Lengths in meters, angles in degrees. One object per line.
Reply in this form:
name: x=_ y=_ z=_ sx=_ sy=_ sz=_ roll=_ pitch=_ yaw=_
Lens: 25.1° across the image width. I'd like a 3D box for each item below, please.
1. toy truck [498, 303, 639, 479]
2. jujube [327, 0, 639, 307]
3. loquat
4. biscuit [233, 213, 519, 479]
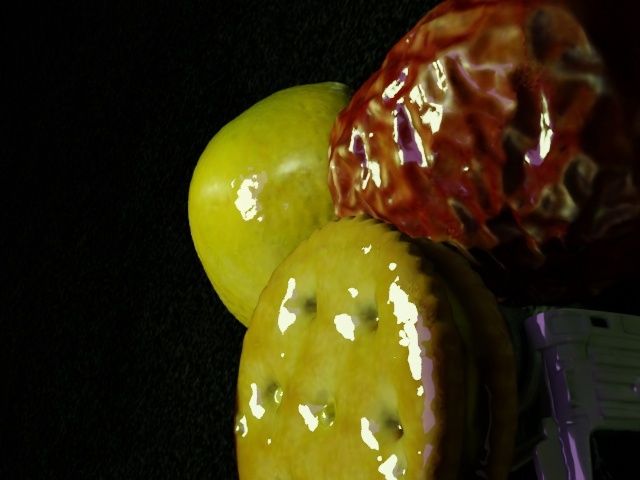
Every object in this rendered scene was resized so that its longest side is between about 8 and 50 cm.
toy truck: x=0.094 y=0.179 z=0.877 sx=0.363 sy=0.176 sz=0.178 roll=-48 pitch=45 yaw=42
jujube: x=0.123 y=-0.057 z=0.895 sx=0.232 sy=0.213 sz=0.213 roll=-40 pitch=41 yaw=47
loquat: x=0.000 y=0.000 z=1.117 sx=0.213 sy=0.213 sz=0.246 roll=-46 pitch=34 yaw=43
biscuit: x=0.022 y=0.098 z=0.793 sx=0.220 sy=0.066 sz=0.220 roll=-22 pitch=64 yaw=53
